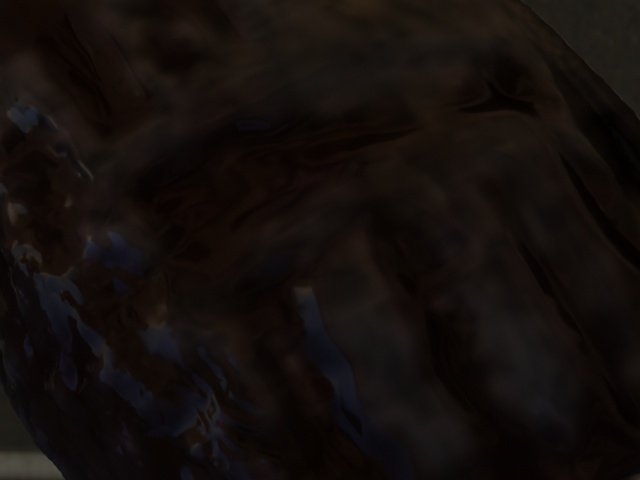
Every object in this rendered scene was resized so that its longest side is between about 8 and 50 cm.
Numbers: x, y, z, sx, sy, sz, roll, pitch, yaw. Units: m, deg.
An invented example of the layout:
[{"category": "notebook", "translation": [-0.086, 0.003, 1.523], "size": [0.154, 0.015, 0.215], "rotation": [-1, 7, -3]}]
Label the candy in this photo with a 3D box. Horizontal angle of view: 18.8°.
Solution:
[{"category": "candy", "translation": [0.000, 0.000, 0.628], "size": [0.214, 0.289, 0.157], "rotation": [-31, 154, -26]}]
